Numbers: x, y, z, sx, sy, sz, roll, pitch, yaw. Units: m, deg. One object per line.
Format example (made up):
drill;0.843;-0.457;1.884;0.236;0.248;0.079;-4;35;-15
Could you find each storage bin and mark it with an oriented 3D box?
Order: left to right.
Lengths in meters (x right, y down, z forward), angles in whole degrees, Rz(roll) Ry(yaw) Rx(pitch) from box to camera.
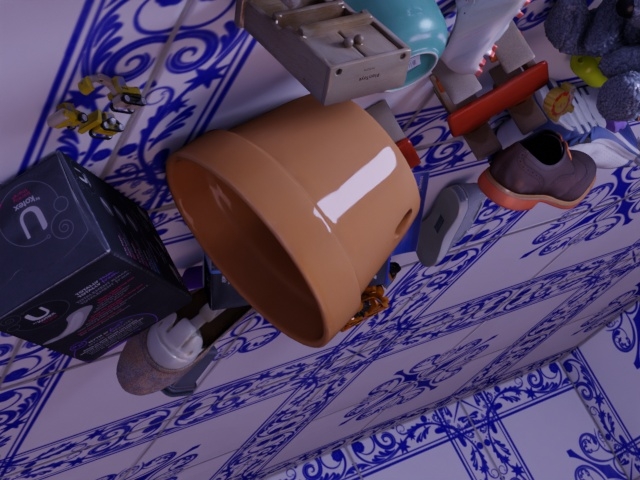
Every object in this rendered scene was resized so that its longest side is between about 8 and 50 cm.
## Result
storage bin;-0.234;0.167;1.941;0.091;0.135;0.098;-48;155;21

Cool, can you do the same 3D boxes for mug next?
mug;0.069;-0.218;1.370;0.129;0.097;0.158;-12;156;-41

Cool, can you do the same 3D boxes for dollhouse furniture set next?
dollhouse furniture set;0.016;-0.277;1.145;0.212;0.161;0.242;-17;137;-30
dollhouse furniture set;0.191;-0.163;1.637;0.259;0.135;0.262;-30;162;5

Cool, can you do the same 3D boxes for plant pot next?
plant pot;-0.018;-0.045;1.474;0.203;0.291;0.291;-40;166;-18

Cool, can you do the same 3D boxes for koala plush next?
koala plush;0.426;-0.300;1.538;0.203;0.196;0.221;-22;153;-17

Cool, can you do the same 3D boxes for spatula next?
spatula;-0.250;0.093;1.818;0.296;0.030;0.084;-26;-159;7

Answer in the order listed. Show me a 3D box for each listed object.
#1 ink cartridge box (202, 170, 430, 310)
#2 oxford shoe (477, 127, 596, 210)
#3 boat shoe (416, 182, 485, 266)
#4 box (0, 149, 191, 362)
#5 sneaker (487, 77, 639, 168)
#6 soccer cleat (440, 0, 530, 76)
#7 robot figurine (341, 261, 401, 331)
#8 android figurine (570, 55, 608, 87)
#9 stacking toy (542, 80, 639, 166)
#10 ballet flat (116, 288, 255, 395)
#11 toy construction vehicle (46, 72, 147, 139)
ink cartridge box;0.000;0.000;1.719;0.332;0.065;0.165;-10;134;-14
oxford shoe;0.338;-0.107;1.760;0.271;0.097;0.098;-14;143;-51
boat shoe;0.233;-0.027;2.159;0.081;0.079;0.227;-15;155;-24
box;-0.289;0.027;1.439;0.165;0.143;0.270;-32;161;4
sneaker;0.370;-0.159;1.962;0.182;0.127;0.315;-36;154;33
soccer cleat;0.204;-0.284;1.453;0.196;0.076;0.068;-55;-175;28
robot figurine;0.046;0.096;2.211;0.211;0.085;0.291;-29;162;6
android figurine;0.482;-0.310;1.792;0.248;0.056;0.273;-35;161;21
stacking toy;0.435;-0.193;1.657;0.221;0.167;0.052;-31;138;-29
ballet flat;-0.181;0.114;1.847;0.316;0.107;0.106;-42;180;-12
toy construction vehicle;-0.230;-0.140;1.263;0.086;0.035;0.098;-27;163;34
